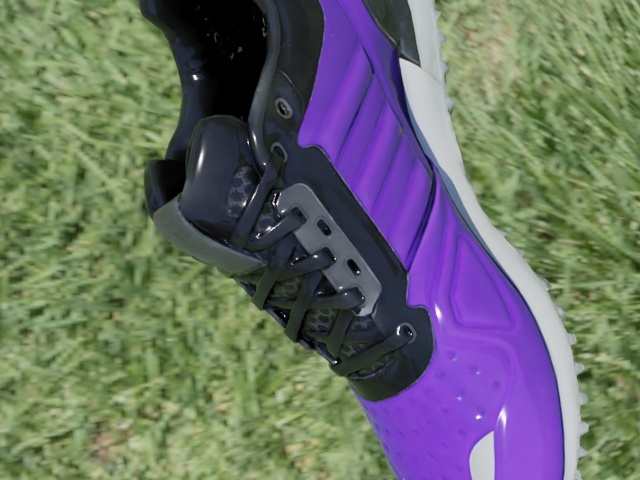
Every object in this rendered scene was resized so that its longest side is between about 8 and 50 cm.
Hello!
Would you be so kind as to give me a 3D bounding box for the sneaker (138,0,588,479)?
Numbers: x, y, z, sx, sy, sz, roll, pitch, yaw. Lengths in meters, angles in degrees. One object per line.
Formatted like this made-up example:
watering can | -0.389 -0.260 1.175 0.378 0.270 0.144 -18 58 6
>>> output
sneaker | -0.001 0.000 0.696 0.102 0.146 0.293 -30 76 46
